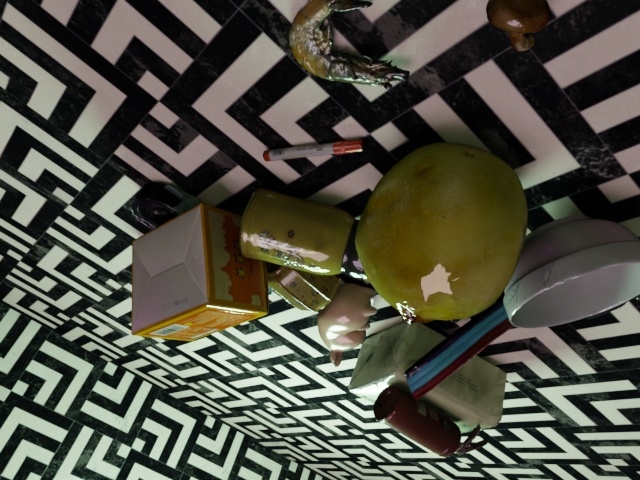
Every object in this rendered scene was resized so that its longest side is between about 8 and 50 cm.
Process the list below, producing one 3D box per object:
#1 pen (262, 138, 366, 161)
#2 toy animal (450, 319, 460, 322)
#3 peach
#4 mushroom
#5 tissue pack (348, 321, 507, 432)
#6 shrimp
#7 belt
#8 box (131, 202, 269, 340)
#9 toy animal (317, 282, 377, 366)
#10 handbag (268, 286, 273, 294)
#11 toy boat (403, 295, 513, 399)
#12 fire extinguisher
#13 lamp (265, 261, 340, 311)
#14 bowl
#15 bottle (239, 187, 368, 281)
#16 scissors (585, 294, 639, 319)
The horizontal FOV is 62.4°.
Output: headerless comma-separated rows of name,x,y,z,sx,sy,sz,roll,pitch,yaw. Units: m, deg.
pen,-0.017,-0.189,1.113,0.239,0.028,0.028,-1,140,29
toy animal,0.343,0.130,1.283,0.180,0.116,0.218,-7,130,35
peach,0.232,-0.012,0.992,0.282,0.315,0.314,24,142,-32
mushroom,0.285,-0.318,0.753,0.088,0.072,0.130,24,-169,30
tissue pack,0.323,0.430,1.619,0.381,0.207,0.297,31,144,-14
shrimp,0.048,-0.327,0.879,0.218,0.051,0.150,18,138,10
belt,-0.400,-0.079,1.414,0.199,0.078,0.151,20,143,2
box,-0.305,0.093,1.333,0.284,0.259,0.214,-22,153,31
toy animal,0.067,0.229,1.521,0.154,0.166,0.250,11,135,-1
handbag,-0.245,0.076,1.558,0.179,0.062,0.229,-5,138,32
toy boat,0.365,0.276,1.364,0.392,0.136,0.079,-44,84,22
fire extinguisher,0.320,0.516,1.483,0.337,0.106,0.147,33,115,-18
lamp,-0.048,0.091,1.393,0.185,0.161,0.161,39,141,-28
bowl,0.485,0.052,1.031,0.287,0.143,0.287,-11,152,-6
bottle,0.000,0.000,1.234,0.352,0.171,0.171,15,145,9
scissors,0.687,0.138,1.205,0.088,0.017,0.220,23,146,-9
